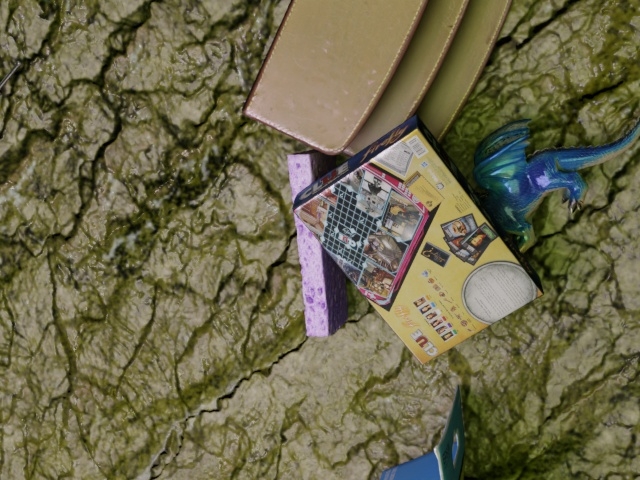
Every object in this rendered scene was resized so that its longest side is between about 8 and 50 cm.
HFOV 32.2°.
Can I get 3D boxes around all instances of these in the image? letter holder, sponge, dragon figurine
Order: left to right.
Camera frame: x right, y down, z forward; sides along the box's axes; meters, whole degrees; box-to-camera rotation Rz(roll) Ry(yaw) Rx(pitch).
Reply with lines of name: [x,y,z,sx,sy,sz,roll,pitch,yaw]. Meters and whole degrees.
sponge: [0.000,0.000,1.288,0.031,0.117,0.210,-3,97,13]
letter holder: [0.082,-0.234,1.223,0.214,0.152,0.302,26,102,4]
dragon figurine: [0.221,-0.081,1.243,0.289,0.085,0.144,-40,98,21]

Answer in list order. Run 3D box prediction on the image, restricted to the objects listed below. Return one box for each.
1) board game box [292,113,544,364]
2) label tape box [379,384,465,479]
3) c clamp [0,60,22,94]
board game box: [0.107,0.005,1.208,0.165,0.042,0.243,-32,111,18]
label tape box: [0.104,0.362,1.252,0.115,0.249,0.348,-2,98,11]
c clamp: [-0.470,-0.223,1.399,0.160,0.022,0.137,41,108,1]
